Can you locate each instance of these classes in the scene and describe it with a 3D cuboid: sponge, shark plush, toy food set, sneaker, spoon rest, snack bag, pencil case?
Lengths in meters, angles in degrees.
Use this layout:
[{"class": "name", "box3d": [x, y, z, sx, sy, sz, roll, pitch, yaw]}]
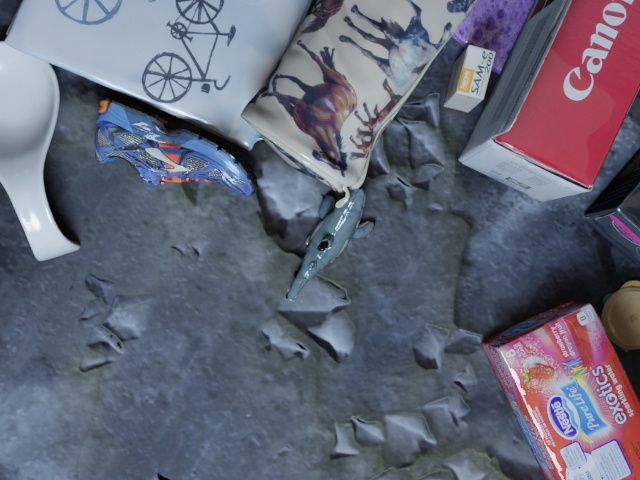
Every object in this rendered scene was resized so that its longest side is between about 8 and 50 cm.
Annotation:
[{"class": "sponge", "box3d": [0.281, -0.244, 1.305, 0.210, 0.031, 0.117, 41, 88, -1]}, {"class": "shark plush", "box3d": [0.000, 0.000, 1.265, 0.161, 0.067, 0.073, -44, 90, -3]}, {"class": "toy food set", "box3d": [0.398, 0.099, 1.301, 0.083, 0.020, 0.083, -34, 90, -3]}, {"class": "sneaker", "box3d": [-0.182, -0.101, 1.266, 0.221, 0.083, 0.087, 23, 99, 5]}, {"class": "spoon rest", "box3d": [-0.368, -0.113, 1.248, 0.137, 0.084, 0.276, -19, 89, -3]}, {"class": "snack bag", "box3d": [-0.174, -0.322, 1.275, 0.343, 0.037, 0.323, 23, 85, -10]}, {"class": "pencil case", "box3d": [0.075, -0.245, 1.228, 0.184, 0.160, 0.410, 33, 85, 14]}]

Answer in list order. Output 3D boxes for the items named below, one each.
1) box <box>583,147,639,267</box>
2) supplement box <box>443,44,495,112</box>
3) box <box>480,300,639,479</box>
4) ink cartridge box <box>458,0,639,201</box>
[{"class": "box", "box3d": [0.486, -0.081, 1.251, 0.165, 0.143, 0.270, 41, 87, -1]}, {"class": "supplement box", "box3d": [0.185, -0.200, 1.265, 0.036, 0.098, 0.062, 15, 88, -2]}, {"class": "box", "box3d": [0.314, 0.213, 1.242, 0.128, 0.122, 0.256, -26, 89, -4]}, {"class": "ink cartridge box", "box3d": [0.299, -0.213, 1.153, 0.130, 0.272, 0.309, 26, 89, -1]}]
